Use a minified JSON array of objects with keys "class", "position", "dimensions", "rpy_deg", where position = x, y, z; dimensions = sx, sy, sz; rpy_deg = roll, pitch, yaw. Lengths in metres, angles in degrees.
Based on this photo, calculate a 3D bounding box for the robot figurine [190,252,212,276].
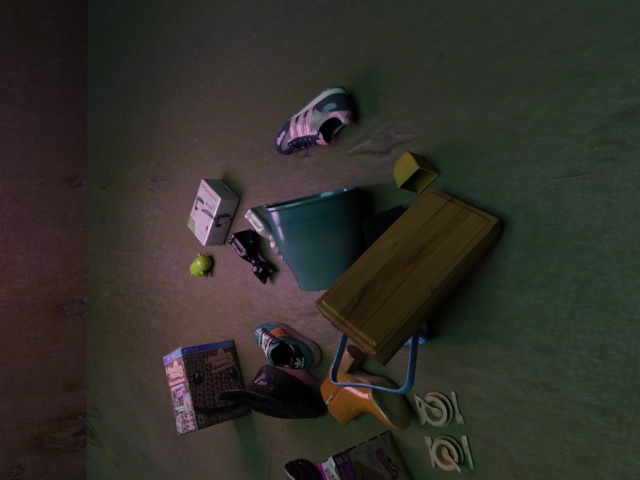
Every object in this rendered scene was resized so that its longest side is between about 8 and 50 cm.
[{"class":"robot figurine","position":[-0.489,0.102,2.013],"dimensions":[0.115,0.067,0.101],"rpy_deg":[-43,50,37]}]

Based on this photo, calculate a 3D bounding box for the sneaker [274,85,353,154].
[{"class":"sneaker","position":[-0.028,-0.330,1.513],"dimensions":[0.319,0.112,0.130],"rpy_deg":[-34,64,41]}]

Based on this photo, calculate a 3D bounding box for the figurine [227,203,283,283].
[{"class":"figurine","position":[-0.202,0.014,1.721],"dimensions":[0.209,0.092,0.214],"rpy_deg":[53,125,21]}]

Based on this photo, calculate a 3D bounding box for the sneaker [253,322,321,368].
[{"class":"sneaker","position":[-0.142,0.345,1.626],"dimensions":[0.302,0.121,0.108],"rpy_deg":[11,98,45]}]

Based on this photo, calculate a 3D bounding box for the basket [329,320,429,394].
[{"class":"basket","position":[0.150,0.236,1.251],"dimensions":[0.255,0.201,0.288],"rpy_deg":[-8,54,46]}]

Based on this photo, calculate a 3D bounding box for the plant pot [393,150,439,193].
[{"class":"plant pot","position":[0.238,-0.183,1.272],"dimensions":[0.081,0.081,0.083],"rpy_deg":[-46,49,36]}]

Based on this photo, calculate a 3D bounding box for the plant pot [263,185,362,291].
[{"class":"plant pot","position":[0.000,0.000,1.397],"dimensions":[0.272,0.272,0.254],"rpy_deg":[-6,100,45]}]

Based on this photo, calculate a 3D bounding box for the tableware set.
[{"class":"tableware set","position":[0.301,0.482,1.238],"dimensions":[0.128,0.039,0.194],"rpy_deg":[-23,74,43]}]

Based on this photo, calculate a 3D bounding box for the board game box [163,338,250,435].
[{"class":"board game box","position":[-0.423,0.539,1.834],"dimensions":[0.141,0.232,0.290],"rpy_deg":[-32,68,40]}]

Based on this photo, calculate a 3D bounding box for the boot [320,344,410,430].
[{"class":"boot","position":[0.116,0.463,1.394],"dimensions":[0.295,0.104,0.211],"rpy_deg":[50,129,39]}]

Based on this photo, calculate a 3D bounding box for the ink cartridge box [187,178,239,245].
[{"class":"ink cartridge box","position":[-0.422,-0.111,1.926],"dimensions":[0.160,0.093,0.219],"rpy_deg":[42,119,36]}]

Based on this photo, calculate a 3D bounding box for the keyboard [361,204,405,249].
[{"class":"keyboard","position":[0.225,0.032,1.220],"dimensions":[0.202,0.033,0.317],"rpy_deg":[-19,49,10]}]

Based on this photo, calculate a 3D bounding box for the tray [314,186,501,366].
[{"class":"tray","position":[0.202,0.066,1.134],"dimensions":[0.411,0.076,0.203],"rpy_deg":[-45,49,-12]}]

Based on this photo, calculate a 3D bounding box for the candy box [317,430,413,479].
[{"class":"candy box","position":[0.123,0.612,1.280],"dimensions":[0.071,0.234,0.159],"rpy_deg":[-46,61,35]}]

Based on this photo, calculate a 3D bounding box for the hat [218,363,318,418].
[{"class":"hat","position":[-0.156,0.472,1.573],"dimensions":[0.332,0.331,0.133],"rpy_deg":[-18,51,44]}]

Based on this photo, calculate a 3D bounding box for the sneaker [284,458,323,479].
[{"class":"sneaker","position":[-0.032,0.787,1.497],"dimensions":[0.283,0.107,0.124],"rpy_deg":[-172,76,-75]}]
